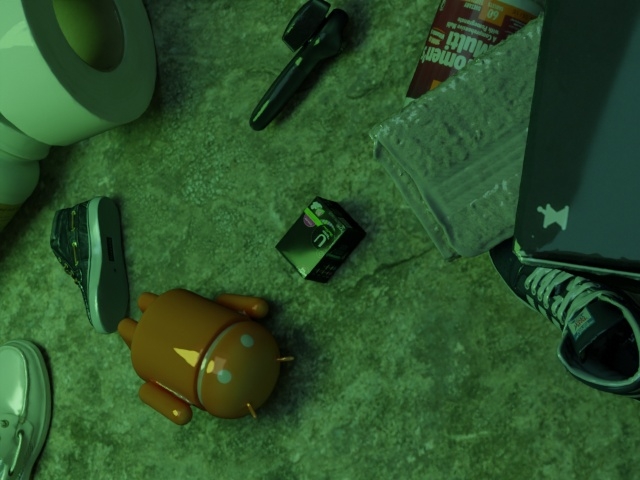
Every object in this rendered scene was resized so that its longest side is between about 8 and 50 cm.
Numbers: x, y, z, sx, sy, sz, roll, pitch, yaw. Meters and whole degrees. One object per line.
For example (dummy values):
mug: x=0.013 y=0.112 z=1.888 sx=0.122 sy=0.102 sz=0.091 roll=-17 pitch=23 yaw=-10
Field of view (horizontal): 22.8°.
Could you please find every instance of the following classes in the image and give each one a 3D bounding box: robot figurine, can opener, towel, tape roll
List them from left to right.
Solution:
tape roll: x=-0.326 y=-0.266 z=1.985 sx=0.100 sy=0.286 sz=0.286 roll=-18 pitch=75 yaw=26
robot figurine: x=-0.139 y=0.135 z=1.916 sx=0.219 sy=0.158 sz=0.128 roll=23 pitch=117 yaw=30
can opener: x=-0.029 y=-0.212 z=1.947 sx=0.073 sy=0.059 sz=0.186 roll=36 pitch=112 yaw=1
towel: x=0.208 y=-0.117 z=1.718 sx=0.282 sy=0.049 sz=0.187 roll=-35 pitch=102 yaw=2

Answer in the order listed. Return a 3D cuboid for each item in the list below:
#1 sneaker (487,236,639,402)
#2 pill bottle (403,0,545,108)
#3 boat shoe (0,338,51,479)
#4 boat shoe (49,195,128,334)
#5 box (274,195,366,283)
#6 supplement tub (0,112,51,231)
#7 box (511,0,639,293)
sneaker: x=0.266 y=0.064 z=1.686 sx=0.282 sy=0.153 sz=0.099 roll=45 pitch=104 yaw=26
pill bottle: x=0.165 y=-0.175 z=1.794 sx=0.121 sy=0.121 sz=0.221 roll=21 pitch=93 yaw=29
boat shoe: x=-0.424 y=0.264 z=2.072 sx=0.098 sy=0.096 sz=0.277 roll=5 pitch=85 yaw=30
boat shoe: x=-0.302 y=0.038 z=2.060 sx=0.083 sy=0.065 sz=0.183 roll=-14 pitch=71 yaw=29
box: x=0.000 y=0.000 z=1.900 sx=0.083 sy=0.052 sz=0.062 roll=-50 pitch=62 yaw=15
supplement tub: x=-0.515 y=-0.076 z=2.095 sx=0.316 sy=0.228 sz=0.228 roll=-49 pitch=64 yaw=14
box: x=0.414 y=-0.175 z=1.456 sx=0.297 sy=0.472 sz=0.480 roll=7 pitch=87 yaw=30
